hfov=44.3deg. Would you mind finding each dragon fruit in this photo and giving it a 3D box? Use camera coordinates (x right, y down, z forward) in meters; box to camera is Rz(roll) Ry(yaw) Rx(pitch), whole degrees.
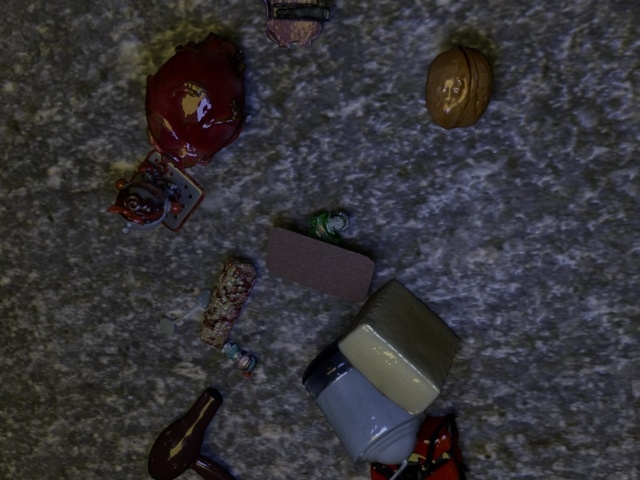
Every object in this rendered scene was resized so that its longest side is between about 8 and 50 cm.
[{"bbox_3d":[-0.286,-0.318,1.825,0.315,0.250,0.250,-41,92,8],"label":"dragon fruit"}]

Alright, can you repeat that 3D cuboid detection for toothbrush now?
[{"bbox_3d":[-0.470,0.211,2.170,0.008,0.006,0.097,30,114,8],"label":"toothbrush"}]

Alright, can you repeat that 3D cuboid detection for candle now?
[{"bbox_3d":[0.121,0.399,1.883,0.221,0.221,0.342,-48,64,24],"label":"candle"}]

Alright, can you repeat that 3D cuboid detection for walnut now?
[{"bbox_3d":[0.298,-0.329,1.683,0.144,0.144,0.180,5,105,16],"label":"walnut"}]

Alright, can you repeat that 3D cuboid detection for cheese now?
[{"bbox_3d":[0.190,0.242,1.830,0.242,0.265,0.124,46,117,-1],"label":"cheese"}]

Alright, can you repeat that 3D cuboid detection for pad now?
[{"bbox_3d":[-0.005,0.061,1.902,0.266,0.002,0.176,19,138,8],"label":"pad"}]

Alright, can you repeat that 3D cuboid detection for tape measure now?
[{"bbox_3d":[0.250,0.573,2.003,0.253,0.114,0.260,-11,104,21],"label":"tape measure"}]

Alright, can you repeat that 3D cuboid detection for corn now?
[{"bbox_3d":[-0.244,0.165,2.038,0.092,0.092,0.280,29,115,7],"label":"corn"}]

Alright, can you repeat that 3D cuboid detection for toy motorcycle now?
[{"bbox_3d":[0.000,0.000,1.920,0.106,0.074,0.190,32,115,16],"label":"toy motorcycle"}]

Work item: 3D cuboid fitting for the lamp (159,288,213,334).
[{"bbox_3d":[-0.362,0.195,2.123,0.198,0.056,0.050,-33,97,35],"label":"lamp"}]

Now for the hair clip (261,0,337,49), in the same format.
[{"bbox_3d":[-0.051,-0.510,1.783,0.187,0.056,0.146,3,110,26],"label":"hair clip"}]

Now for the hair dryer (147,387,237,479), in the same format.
[{"bbox_3d":[-0.287,0.612,2.211,0.340,0.123,0.312,38,104,-9],"label":"hair dryer"}]

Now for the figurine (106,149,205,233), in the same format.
[{"bbox_3d":[-0.435,-0.095,1.938,0.183,0.226,0.160,42,116,1],"label":"figurine"}]

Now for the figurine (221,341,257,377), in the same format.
[{"bbox_3d":[-0.220,0.316,2.104,0.106,0.047,0.060,35,98,8],"label":"figurine"}]
